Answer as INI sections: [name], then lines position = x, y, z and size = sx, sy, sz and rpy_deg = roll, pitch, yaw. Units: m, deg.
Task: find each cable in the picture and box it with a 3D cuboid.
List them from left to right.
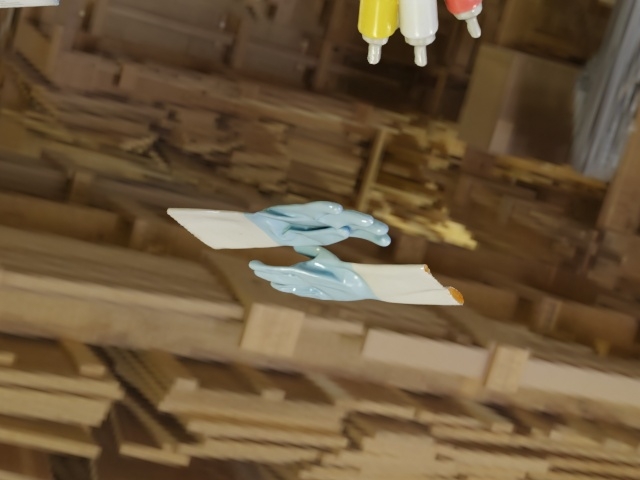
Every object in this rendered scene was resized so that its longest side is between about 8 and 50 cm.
[cable]
position = 0.077, -0.275, 1.022
size = 0.140, 0.287, 0.072
rpy_deg = -16, -134, 3

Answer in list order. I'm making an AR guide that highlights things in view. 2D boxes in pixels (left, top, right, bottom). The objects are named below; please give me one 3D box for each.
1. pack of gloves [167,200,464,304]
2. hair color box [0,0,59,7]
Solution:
[pack of gloves]
position = 0.000, 0.000, 1.205
size = 0.232, 0.046, 0.195
rpy_deg = 0, 151, 36
[hair color box]
position = -0.435, -0.392, 1.368
size = 0.185, 0.113, 0.374
rpy_deg = -1, 162, 9
